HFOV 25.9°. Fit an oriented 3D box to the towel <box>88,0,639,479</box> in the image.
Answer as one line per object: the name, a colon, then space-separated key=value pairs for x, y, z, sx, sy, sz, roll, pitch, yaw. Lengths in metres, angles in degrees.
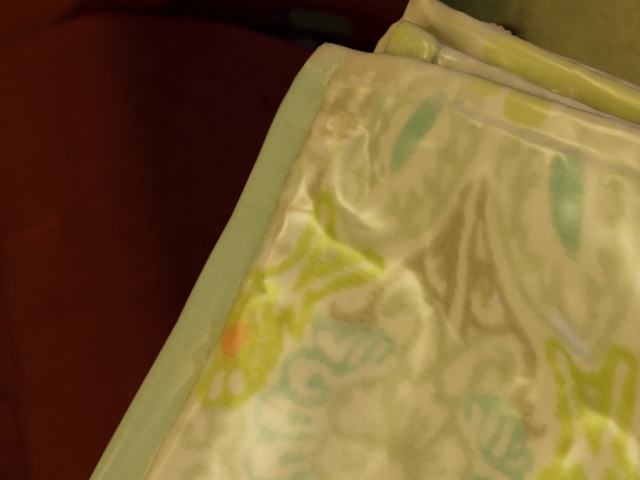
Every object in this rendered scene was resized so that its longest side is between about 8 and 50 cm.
towel: x=0.051 y=0.131 z=0.423 sx=0.320 sy=0.090 sz=0.374 roll=29 pitch=95 yaw=41

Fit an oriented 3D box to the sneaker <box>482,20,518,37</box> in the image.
sneaker: x=0.000 y=-0.001 z=0.789 sx=0.102 sy=0.146 sz=0.293 roll=38 pitch=112 yaw=13
